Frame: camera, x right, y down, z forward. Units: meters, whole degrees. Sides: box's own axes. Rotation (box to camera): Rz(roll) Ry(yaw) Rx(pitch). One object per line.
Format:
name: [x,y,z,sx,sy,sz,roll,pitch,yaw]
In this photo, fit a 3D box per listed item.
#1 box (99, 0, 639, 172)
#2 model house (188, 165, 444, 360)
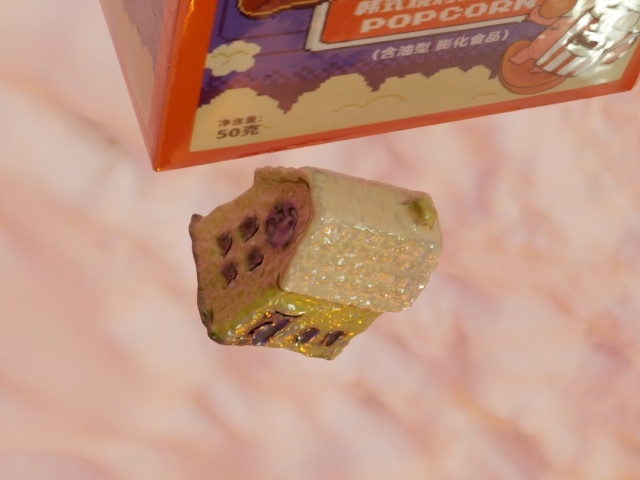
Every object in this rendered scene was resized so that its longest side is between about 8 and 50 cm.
box: [0.030,-0.262,1.136,0.349,0.318,0.257,-10,150,-17]
model house: [0.000,0.000,1.974,0.193,0.174,0.234,14,138,-37]
